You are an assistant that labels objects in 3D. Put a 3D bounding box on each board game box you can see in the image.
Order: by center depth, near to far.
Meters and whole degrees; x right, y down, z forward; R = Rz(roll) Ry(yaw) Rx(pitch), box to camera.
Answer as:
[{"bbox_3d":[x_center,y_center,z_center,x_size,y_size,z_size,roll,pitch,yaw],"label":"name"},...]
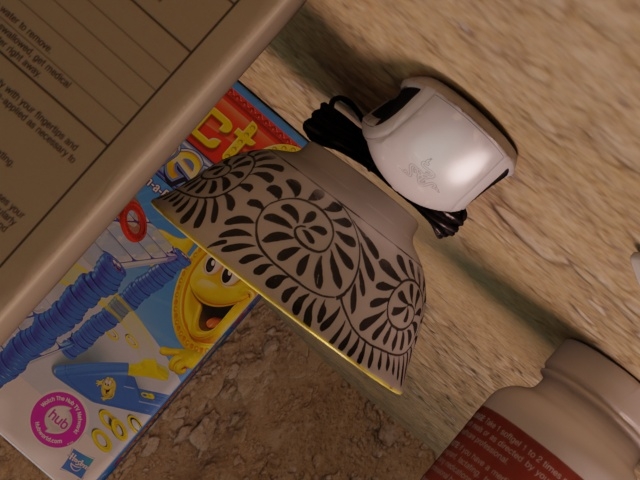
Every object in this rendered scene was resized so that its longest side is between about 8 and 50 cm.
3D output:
[{"bbox_3d":[-0.187,-0.023,1.034,0.308,0.302,0.086,40,173,1],"label":"board game box"}]

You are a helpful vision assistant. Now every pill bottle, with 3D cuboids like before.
[{"bbox_3d":[0.127,0.174,0.904,0.121,0.216,0.121,40,174,5],"label":"pill bottle"}]

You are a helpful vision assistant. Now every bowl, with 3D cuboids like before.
[{"bbox_3d":[0.000,0.000,0.748,0.170,0.080,0.170,38,179,1],"label":"bowl"}]

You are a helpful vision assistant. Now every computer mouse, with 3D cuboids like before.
[{"bbox_3d":[0.045,-0.041,0.711,0.106,0.042,0.193,42,174,-3],"label":"computer mouse"}]

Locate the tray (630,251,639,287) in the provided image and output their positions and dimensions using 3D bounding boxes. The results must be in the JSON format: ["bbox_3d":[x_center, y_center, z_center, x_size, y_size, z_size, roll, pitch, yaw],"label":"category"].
[{"bbox_3d":[0.244,0.112,0.639,0.270,0.030,0.145,45,173,-32],"label":"tray"}]

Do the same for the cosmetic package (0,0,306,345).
[{"bbox_3d":[-0.157,-0.055,0.613,0.160,0.309,0.113,42,173,-2],"label":"cosmetic package"}]
